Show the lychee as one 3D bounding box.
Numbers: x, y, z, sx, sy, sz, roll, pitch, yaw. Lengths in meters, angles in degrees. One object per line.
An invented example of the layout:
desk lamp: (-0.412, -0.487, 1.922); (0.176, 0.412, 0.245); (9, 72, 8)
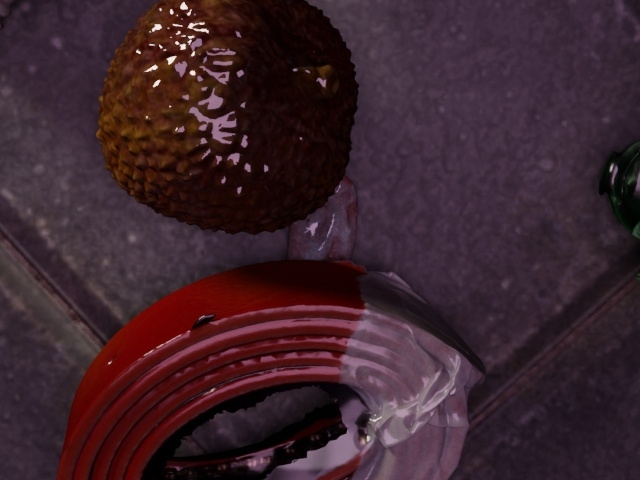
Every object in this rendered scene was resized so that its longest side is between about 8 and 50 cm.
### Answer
lychee: (-0.064, -0.092, 1.143); (0.194, 0.194, 0.194); (0, 97, -4)

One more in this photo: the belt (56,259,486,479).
belt: (-0.038, 0.136, 1.187); (0.324, 0.115, 0.227); (-26, 108, 3)

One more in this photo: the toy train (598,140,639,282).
toy train: (0.334, -0.070, 1.190); (0.202, 0.145, 0.266); (20, 95, -9)

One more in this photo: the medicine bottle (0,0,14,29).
medicine bottle: (-0.223, -0.222, 1.154); (0.168, 0.105, 0.105); (-39, 97, 1)

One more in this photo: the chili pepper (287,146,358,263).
chili pepper: (0.000, 0.000, 1.227); (0.050, 0.041, 0.153); (11, 113, 15)
